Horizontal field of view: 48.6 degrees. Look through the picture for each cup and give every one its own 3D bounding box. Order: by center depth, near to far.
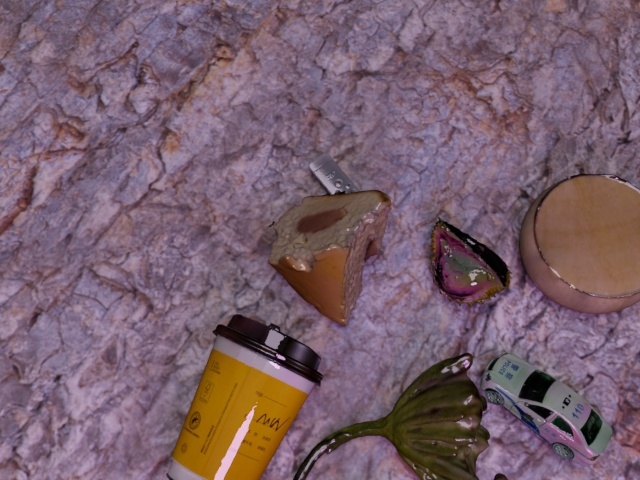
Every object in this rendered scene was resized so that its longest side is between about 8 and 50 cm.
[{"bbox_3d":[-0.123,0.270,1.131,0.196,0.196,0.280,23,78,8],"label":"cup"}]

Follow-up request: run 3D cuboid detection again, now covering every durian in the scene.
[{"bbox_3d":[0.257,0.054,1.277,0.187,0.119,0.108,46,112,27],"label":"durian"}]

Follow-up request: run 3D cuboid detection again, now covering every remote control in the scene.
[{"bbox_3d":[0.049,-0.086,1.355,0.050,0.027,0.184,-36,77,-12],"label":"remote control"}]

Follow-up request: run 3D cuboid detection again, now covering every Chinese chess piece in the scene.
[{"bbox_3d":[0.492,0.005,1.280,0.257,0.104,0.257,0,68,0],"label":"Chinese chess piece"}]

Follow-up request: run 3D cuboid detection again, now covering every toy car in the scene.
[{"bbox_3d":[0.375,0.271,1.174,0.224,0.076,0.090,37,55,13],"label":"toy car"}]

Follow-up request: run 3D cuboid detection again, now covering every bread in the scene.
[{"bbox_3d":[-0.005,-0.008,1.228,0.211,0.224,0.184,28,64,18],"label":"bread"}]

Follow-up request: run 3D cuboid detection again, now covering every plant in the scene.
[{"bbox_3d":[0.118,0.296,1.131,0.333,0.180,0.251,2,57,4],"label":"plant"}]
